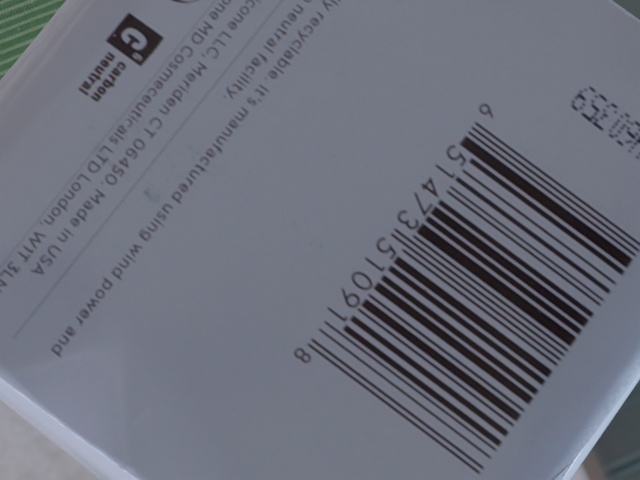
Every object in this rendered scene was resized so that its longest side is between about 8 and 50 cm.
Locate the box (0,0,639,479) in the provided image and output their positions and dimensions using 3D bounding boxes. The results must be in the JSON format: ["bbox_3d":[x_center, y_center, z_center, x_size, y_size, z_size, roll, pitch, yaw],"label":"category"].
[{"bbox_3d":[0.000,0.000,0.504,0.181,0.182,0.119,-53,177,-13],"label":"box"}]

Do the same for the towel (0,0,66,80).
[{"bbox_3d":[-0.190,-0.035,0.820,0.325,0.038,0.248,-25,-137,12],"label":"towel"}]
